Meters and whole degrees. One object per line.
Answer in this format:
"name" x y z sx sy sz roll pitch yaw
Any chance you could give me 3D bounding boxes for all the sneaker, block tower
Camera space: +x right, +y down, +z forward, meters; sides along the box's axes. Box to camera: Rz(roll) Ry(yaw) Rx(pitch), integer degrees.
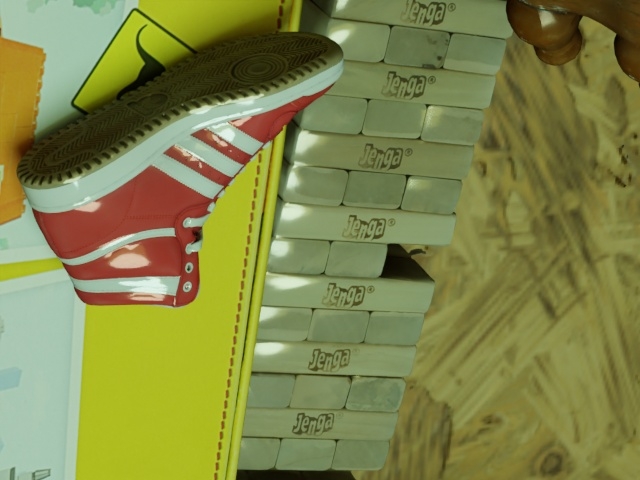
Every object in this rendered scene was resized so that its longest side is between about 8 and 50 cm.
"sneaker" -0.039 -0.021 0.595 0.118 0.042 0.067 -28 125 -18
"block tower" 0.000 0.000 0.826 0.091 0.097 0.335 4 111 -25

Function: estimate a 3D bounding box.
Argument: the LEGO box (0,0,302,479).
"LEGO box" -0.212 -0.032 0.611 0.372 0.193 0.500 -9 118 -37

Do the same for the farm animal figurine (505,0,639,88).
"farm animal figurine" 0.163 -0.233 0.639 0.330 0.326 0.172 -37 154 1
